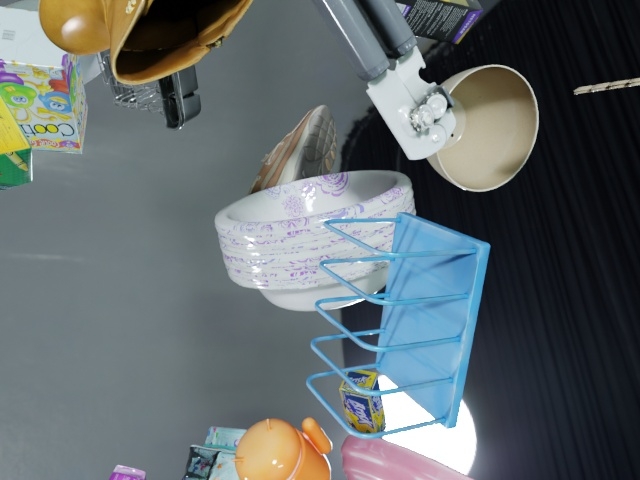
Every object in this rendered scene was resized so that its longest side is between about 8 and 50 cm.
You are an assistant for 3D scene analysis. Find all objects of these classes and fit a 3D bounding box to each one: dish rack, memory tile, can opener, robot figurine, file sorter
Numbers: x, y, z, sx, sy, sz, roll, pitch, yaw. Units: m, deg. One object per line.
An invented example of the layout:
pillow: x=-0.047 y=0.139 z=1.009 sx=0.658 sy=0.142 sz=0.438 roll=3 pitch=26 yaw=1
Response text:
dish rack: x=-0.325 y=-0.318 z=0.963 sx=0.271 sy=0.208 sz=0.074 roll=17 pitch=-146 yaw=32
memory tile: x=0.524 y=-0.268 z=0.934 sx=0.113 sy=0.012 sz=0.148 roll=-12 pitch=-168 yaw=-20
can opener: x=0.055 y=-0.205 z=0.585 sx=0.074 sy=0.280 sz=0.093 roll=-41 pitch=-153 yaw=-8
robot figurine: x=-0.064 y=0.396 z=0.965 sx=0.158 sy=0.128 sz=0.219 roll=-20 pitch=130 yaw=20
file sorter: x=0.059 y=0.070 z=0.490 sx=0.104 sy=0.170 sz=0.118 roll=-2 pitch=-164 yaw=-29

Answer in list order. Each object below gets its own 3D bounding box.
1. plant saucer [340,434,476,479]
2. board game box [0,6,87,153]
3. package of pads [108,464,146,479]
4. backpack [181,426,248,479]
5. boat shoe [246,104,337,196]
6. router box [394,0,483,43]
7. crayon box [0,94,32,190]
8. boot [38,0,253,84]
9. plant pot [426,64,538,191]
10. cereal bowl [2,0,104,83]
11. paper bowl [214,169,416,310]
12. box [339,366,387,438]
plant saucer: x=0.169 y=0.394 z=0.781 sx=0.332 sy=0.084 sz=0.332 roll=26 pitch=155 yaw=13
board game box: x=-0.588 y=-0.326 z=1.160 sx=0.142 sy=0.144 sz=0.275 roll=2 pitch=153 yaw=-16
package of pads: x=-0.173 y=0.239 z=0.474 sx=0.032 sy=0.050 sz=0.083 roll=15 pitch=129 yaw=-2
backpack: x=-0.174 y=0.555 z=1.303 sx=0.253 sy=0.191 sz=0.225 roll=-6 pitch=146 yaw=44
boat shoe: x=-0.060 y=-0.144 z=1.044 sx=0.116 sy=0.324 sz=0.123 roll=3 pitch=139 yaw=26
router box: x=0.117 y=-0.497 z=0.975 sx=0.243 sy=0.309 sz=0.081 roll=-4 pitch=149 yaw=-31
crayon box: x=-0.503 y=-0.177 z=0.679 sx=0.165 sy=0.278 sz=0.081 roll=-26 pitch=165 yaw=-37
boot: x=-0.173 y=-0.208 z=0.487 sx=0.295 sy=0.211 sz=0.104 roll=-26 pitch=140 yaw=28
plant pot: x=0.347 y=-0.275 z=1.325 sx=0.284 sy=0.284 sz=0.191 roll=2 pitch=-165 yaw=-23
cereal bowl: x=-0.728 y=-0.509 z=1.413 sx=0.339 sy=0.141 sz=0.339 roll=-26 pitch=176 yaw=-2
paper bowl: x=0.000 y=0.000 z=0.798 sx=0.284 sy=0.148 sz=0.284 roll=-11 pitch=-162 yaw=4
box: x=0.082 y=0.314 z=1.025 sx=0.059 sy=0.054 sz=0.169 roll=7 pitch=133 yaw=23
